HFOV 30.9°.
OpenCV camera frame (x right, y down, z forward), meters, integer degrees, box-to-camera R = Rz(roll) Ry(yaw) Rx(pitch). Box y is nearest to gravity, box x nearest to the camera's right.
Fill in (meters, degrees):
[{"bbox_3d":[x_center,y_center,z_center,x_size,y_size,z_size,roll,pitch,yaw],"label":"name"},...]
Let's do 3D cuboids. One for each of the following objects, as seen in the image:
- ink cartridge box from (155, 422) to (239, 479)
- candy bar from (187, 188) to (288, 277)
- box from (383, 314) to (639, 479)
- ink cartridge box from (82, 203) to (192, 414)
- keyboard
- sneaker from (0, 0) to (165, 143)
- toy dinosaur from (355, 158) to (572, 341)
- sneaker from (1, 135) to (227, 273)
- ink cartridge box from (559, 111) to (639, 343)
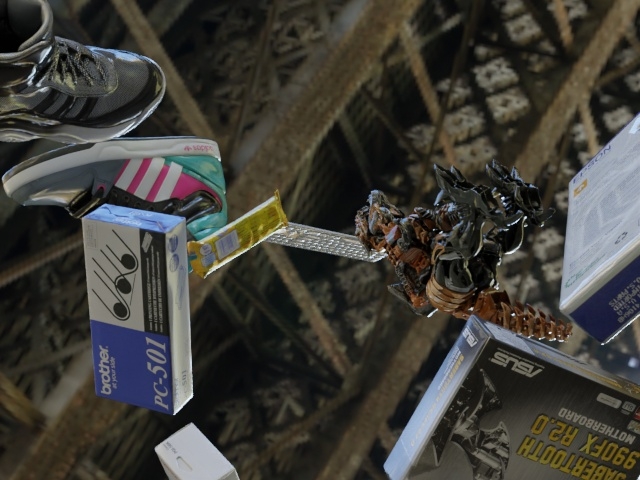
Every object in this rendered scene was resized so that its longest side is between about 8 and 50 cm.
[{"bbox_3d":[-0.132,0.295,1.365,0.056,0.099,0.135,-34,-44,-20],"label":"ink cartridge box"},{"bbox_3d":[-0.078,-0.008,1.144,0.161,0.018,0.040,-34,-65,-51],"label":"candy bar"},{"bbox_3d":[0.204,0.196,1.132,0.231,0.056,0.183,24,-77,-20],"label":"box"},{"bbox_3d":[-0.186,0.072,1.189,0.046,0.097,0.207,-43,-42,-57],"label":"ink cartridge box"},{"bbox_3d":[0.000,0.000,1.682,0.256,0.072,0.014,11,-109,-35],"label":"keyboard"},{"bbox_3d":[-0.251,-0.167,1.091,0.269,0.101,0.153,-9,-23,-34],"label":"sneaker"},{"bbox_3d":[0.188,0.019,1.480,0.164,0.322,0.218,-37,-27,-63],"label":"toy dinosaur"},{"bbox_3d":[-0.228,-0.022,1.401,0.295,0.124,0.178,-9,-103,-40],"label":"sneaker"},{"bbox_3d":[0.382,-0.085,1.180,0.324,0.071,0.330,-47,6,28],"label":"ink cartridge box"}]
